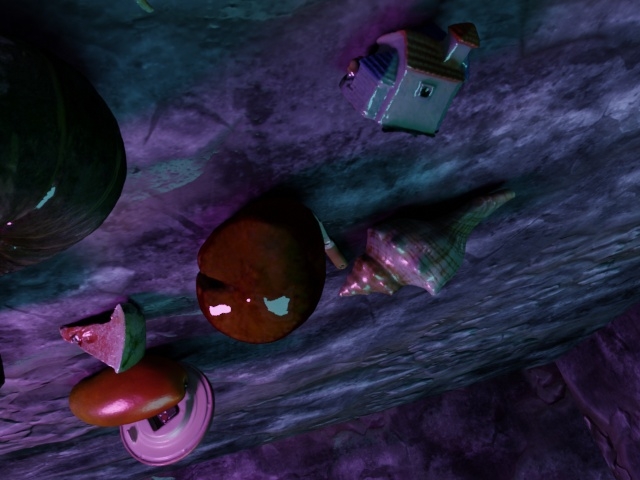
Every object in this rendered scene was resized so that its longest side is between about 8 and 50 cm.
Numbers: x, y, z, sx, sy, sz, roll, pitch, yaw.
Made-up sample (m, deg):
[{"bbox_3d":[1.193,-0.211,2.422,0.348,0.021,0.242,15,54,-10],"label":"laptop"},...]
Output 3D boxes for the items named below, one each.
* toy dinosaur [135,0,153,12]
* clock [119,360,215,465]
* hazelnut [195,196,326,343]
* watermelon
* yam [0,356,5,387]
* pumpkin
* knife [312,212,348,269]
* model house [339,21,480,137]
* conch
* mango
[{"bbox_3d":[-0.171,-0.297,0.484,0.142,0.057,0.212,-46,160,8],"label":"toy dinosaur"},{"bbox_3d":[-0.362,0.403,1.418,0.245,0.244,0.056,-22,145,4],"label":"clock"},{"bbox_3d":[-0.090,0.045,1.003,0.217,0.217,0.251,7,119,-41],"label":"hazelnut"},{"bbox_3d":[-0.406,0.198,1.169,0.158,0.121,0.098,-21,175,11],"label":"watermelon"},{"bbox_3d":[-0.649,0.192,0.896,0.300,0.195,0.195,-11,152,-13],"label":"yam"},{"bbox_3d":[-0.351,-0.079,0.588,0.300,0.207,0.300,-19,167,-5],"label":"pumpkin"},{"bbox_3d":[0.001,0.002,1.167,0.047,0.017,0.298,-17,154,9],"label":"knife"},{"bbox_3d":[0.120,-0.221,0.747,0.148,0.119,0.148,4,134,-36],"label":"model house"},{"bbox_3d":[0.214,0.026,1.201,0.386,0.169,0.203,-15,178,-5],"label":"conch"},{"bbox_3d":[-0.442,0.347,1.369,0.289,0.146,0.129,-23,155,7],"label":"mango"}]
